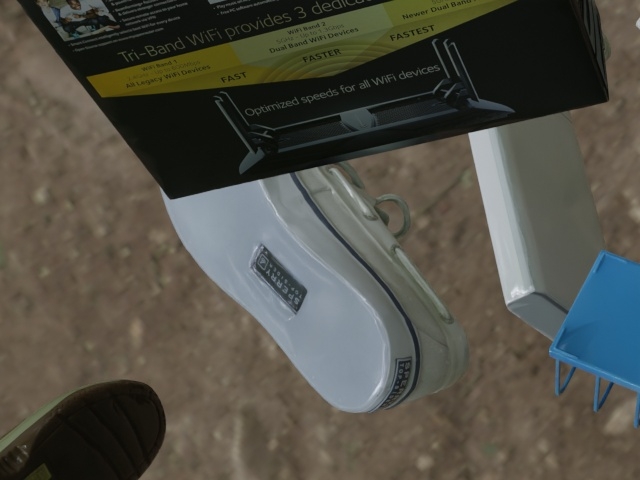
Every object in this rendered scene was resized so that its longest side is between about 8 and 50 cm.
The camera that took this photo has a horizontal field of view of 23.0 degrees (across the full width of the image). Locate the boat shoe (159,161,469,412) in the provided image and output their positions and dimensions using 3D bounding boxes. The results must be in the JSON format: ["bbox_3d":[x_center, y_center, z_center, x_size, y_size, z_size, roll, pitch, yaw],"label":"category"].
[{"bbox_3d":[0.004,-0.006,1.318,0.367,0.156,0.136,47,124,36],"label":"boat shoe"}]

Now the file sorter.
[{"bbox_3d":[0.309,0.110,1.426,0.170,0.118,0.104,22,152,20],"label":"file sorter"}]

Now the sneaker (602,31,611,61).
[{"bbox_3d":[0.273,-0.270,1.828,0.085,0.086,0.237,24,155,44],"label":"sneaker"}]

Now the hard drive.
[{"bbox_3d":[0.242,-0.048,1.727,0.047,0.233,0.353,-26,54,26],"label":"hard drive"}]

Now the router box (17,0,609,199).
[{"bbox_3d":[-0.004,-0.151,0.952,0.309,0.081,0.243,-12,143,17],"label":"router box"}]

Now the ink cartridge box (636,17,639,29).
[{"bbox_3d":[0.400,-0.190,1.451,0.115,0.198,0.067,-55,38,12],"label":"ink cartridge box"}]

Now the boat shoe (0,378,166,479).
[{"bbox_3d":[-0.170,0.133,0.894,0.072,0.190,0.068,-14,99,42],"label":"boat shoe"}]
